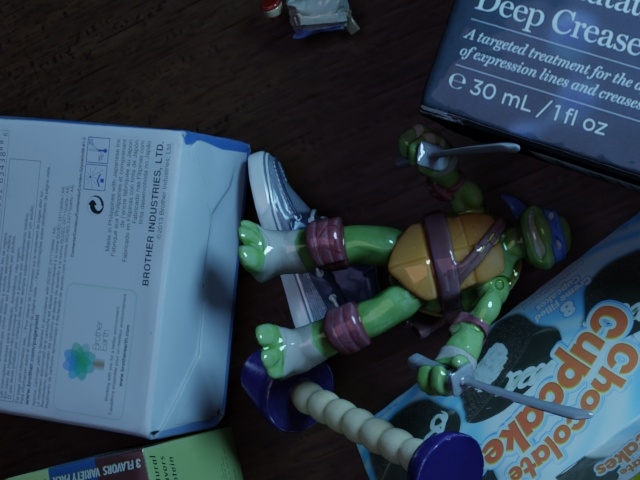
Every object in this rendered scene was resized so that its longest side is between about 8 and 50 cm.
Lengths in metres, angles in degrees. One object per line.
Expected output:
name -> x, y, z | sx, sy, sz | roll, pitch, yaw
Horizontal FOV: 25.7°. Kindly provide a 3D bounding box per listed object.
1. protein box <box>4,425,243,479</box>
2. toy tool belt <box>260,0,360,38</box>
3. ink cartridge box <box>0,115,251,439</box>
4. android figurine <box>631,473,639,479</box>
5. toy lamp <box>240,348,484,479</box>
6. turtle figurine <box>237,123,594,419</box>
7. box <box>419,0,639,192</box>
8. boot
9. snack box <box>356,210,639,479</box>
protein box -> -0.154, 0.282, 1.241 | 0.135, 0.201, 0.200 | -15, 84, 17
toy tool belt -> -0.009, -0.204, 1.291 | 0.083, 0.052, 0.051 | -8, 130, 22
ink cartridge box -> -0.281, 0.020, 1.310 | 0.395, 0.151, 0.270 | 6, 89, 21
android figurine -> 0.354, 0.251, 1.158 | 0.273, 0.056, 0.248 | -44, 76, 13
toy lamp -> 0.023, 0.154, 1.195 | 0.274, 0.080, 0.080 | 24, 97, 52
turtle figurine -> 0.065, 0.020, 1.126 | 0.266, 0.275, 0.198 | -15, 113, 13
box -> 0.295, -0.232, 1.110 | 0.293, 0.212, 0.396 | 19, 93, 18
boot -> 0.000, 0.000, 1.279 | 0.086, 0.069, 0.190 | -19, 91, 9
snack box -> 0.185, 0.138, 1.157 | 0.322, 0.060, 0.187 | -39, 35, 13
